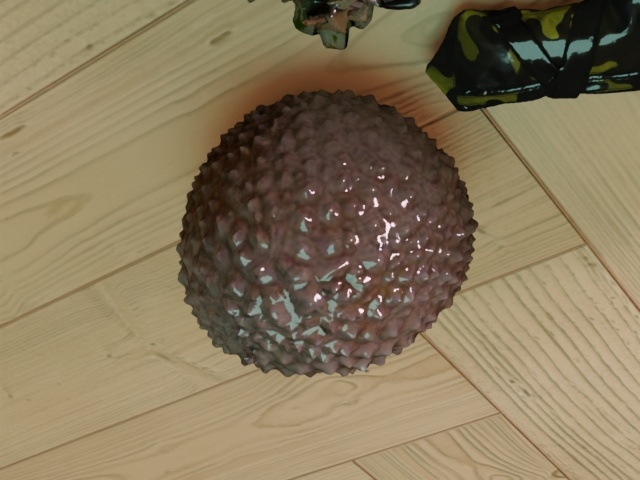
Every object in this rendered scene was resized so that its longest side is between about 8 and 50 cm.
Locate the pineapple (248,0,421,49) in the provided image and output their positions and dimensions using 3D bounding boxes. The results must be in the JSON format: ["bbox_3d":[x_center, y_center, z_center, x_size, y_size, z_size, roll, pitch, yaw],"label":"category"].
[{"bbox_3d":[-0.015,-0.261,0.866,0.262,0.262,0.271,-3,160,9],"label":"pineapple"}]

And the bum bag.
[{"bbox_3d":[0.212,-0.175,1.018,0.232,0.060,0.106,-6,128,9],"label":"bum bag"}]

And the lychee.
[{"bbox_3d":[0.002,-0.005,1.074,0.300,0.300,0.300,3,138,3],"label":"lychee"}]
